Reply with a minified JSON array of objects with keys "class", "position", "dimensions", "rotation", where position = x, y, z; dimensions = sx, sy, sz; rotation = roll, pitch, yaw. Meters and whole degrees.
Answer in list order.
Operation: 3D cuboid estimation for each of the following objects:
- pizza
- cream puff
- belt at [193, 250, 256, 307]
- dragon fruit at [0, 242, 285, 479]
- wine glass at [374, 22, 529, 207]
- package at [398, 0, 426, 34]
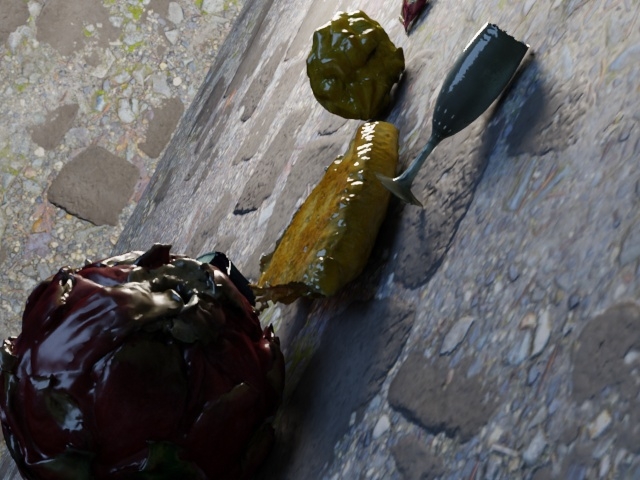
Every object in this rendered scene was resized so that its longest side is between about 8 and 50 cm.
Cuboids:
[{"class":"pizza","position":[0.000,0.000,1.328],"dimensions":[0.287,0.075,0.280],"rotation":[-41,21,54]},{"class":"cream puff","position":[0.054,-0.229,1.483],"dimensions":[0.116,0.146,0.146],"rotation":[25,84,35]},{"class":"belt","position":[-0.169,0.102,1.568],"dimensions":[0.151,0.078,0.198],"rotation":[-19,35,29]},{"class":"dragon fruit","position":[-0.197,0.169,1.223],"dimensions":[0.329,0.329,0.329],"rotation":[-53,18,25]},{"class":"wine glass","position":[0.135,-0.130,1.147],"dimensions":[0.198,0.066,0.066],"rotation":[-56,17,14]},{"class":"package","position":[0.131,-0.334,1.572],"dimensions":[0.059,0.029,0.083],"rotation":[-104,35,-57]}]
